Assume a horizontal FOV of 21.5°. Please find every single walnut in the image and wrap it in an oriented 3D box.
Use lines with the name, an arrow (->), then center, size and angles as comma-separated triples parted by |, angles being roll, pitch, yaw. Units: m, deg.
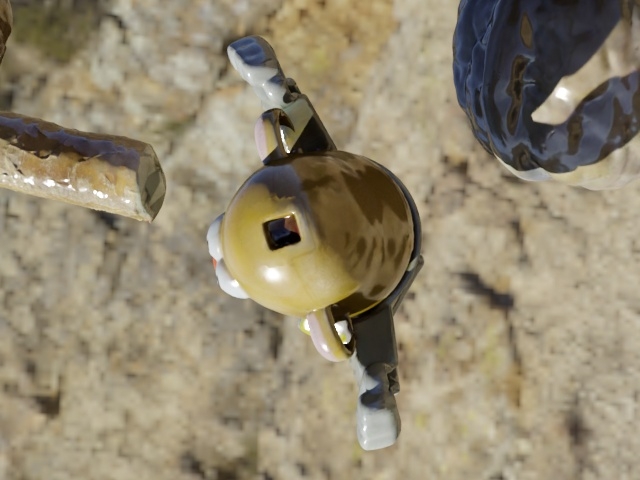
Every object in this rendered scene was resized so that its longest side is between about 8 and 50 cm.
walnut -> 0.238, -0.170, 1.540 | 0.248, 0.248, 0.248 | -176, 90, -67

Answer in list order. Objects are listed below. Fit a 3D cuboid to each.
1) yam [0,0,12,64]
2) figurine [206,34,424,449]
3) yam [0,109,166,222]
yam -> -0.297, -0.185, 1.077 | 0.129, 0.238, 0.128 | 2, 60, 27
figurine -> 0.001, -0.002, 1.435 | 0.342, 0.167, 0.285 | 50, -176, 6
yam -> -0.255, -0.074, 1.258 | 0.066, 0.299, 0.066 | 16, -90, -76
